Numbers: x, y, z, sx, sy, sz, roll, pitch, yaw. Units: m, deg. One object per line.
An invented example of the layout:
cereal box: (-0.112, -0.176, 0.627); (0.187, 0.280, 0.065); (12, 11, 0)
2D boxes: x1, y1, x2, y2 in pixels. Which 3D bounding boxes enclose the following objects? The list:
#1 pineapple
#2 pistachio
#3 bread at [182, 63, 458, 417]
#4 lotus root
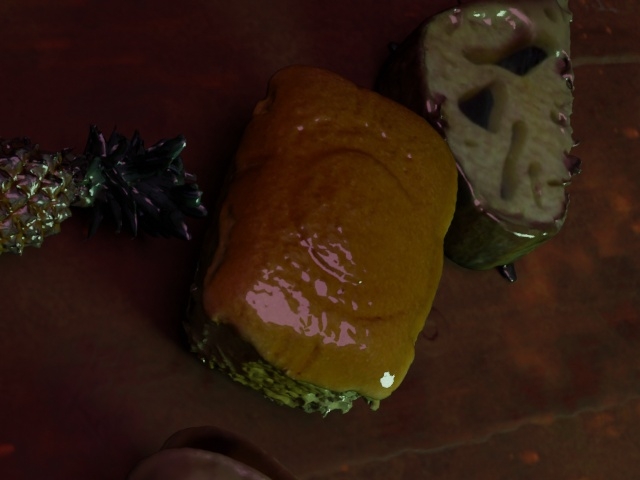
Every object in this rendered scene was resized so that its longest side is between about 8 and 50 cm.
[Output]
pineapple: (-0.180, -0.030, 1.243); (0.221, 0.103, 0.083); (-8, 109, -38)
pistachio: (-0.044, 0.214, 1.211); (0.206, 0.131, 0.129); (55, 8, -2)
bread: (0.000, 0.000, 1.340); (0.174, 0.121, 0.245); (33, 57, -21)
lotus root: (0.129, -0.104, 1.509); (0.170, 0.074, 0.260); (15, 62, -27)
